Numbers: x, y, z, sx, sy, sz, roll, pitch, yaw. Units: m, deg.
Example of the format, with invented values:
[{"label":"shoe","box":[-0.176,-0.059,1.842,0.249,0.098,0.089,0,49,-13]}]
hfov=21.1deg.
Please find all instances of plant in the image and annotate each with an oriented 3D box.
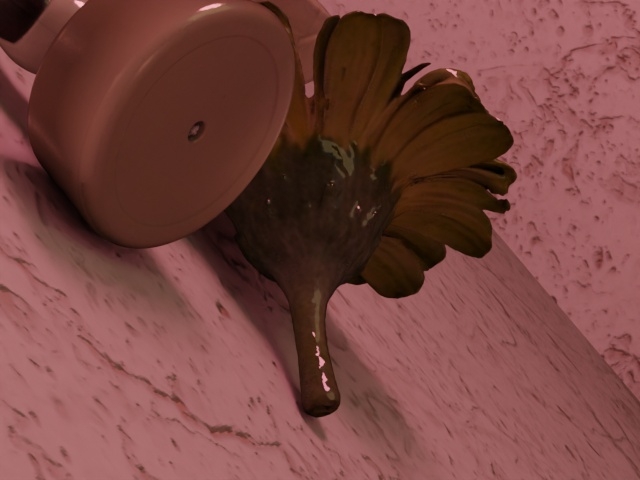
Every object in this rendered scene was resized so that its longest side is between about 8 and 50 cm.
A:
[{"label":"plant","box":[-0.008,-0.015,1.308,0.306,0.297,0.261,4,-6,-11]}]

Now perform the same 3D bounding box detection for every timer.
[{"label":"timer","box":[-0.167,-0.134,1.128,0.266,0.175,0.175,36,3,30]}]

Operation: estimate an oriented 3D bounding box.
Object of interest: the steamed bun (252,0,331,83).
[{"label":"steamed bun","box":[-0.088,-0.236,1.753,0.228,0.130,0.177,39,4,-36]}]
